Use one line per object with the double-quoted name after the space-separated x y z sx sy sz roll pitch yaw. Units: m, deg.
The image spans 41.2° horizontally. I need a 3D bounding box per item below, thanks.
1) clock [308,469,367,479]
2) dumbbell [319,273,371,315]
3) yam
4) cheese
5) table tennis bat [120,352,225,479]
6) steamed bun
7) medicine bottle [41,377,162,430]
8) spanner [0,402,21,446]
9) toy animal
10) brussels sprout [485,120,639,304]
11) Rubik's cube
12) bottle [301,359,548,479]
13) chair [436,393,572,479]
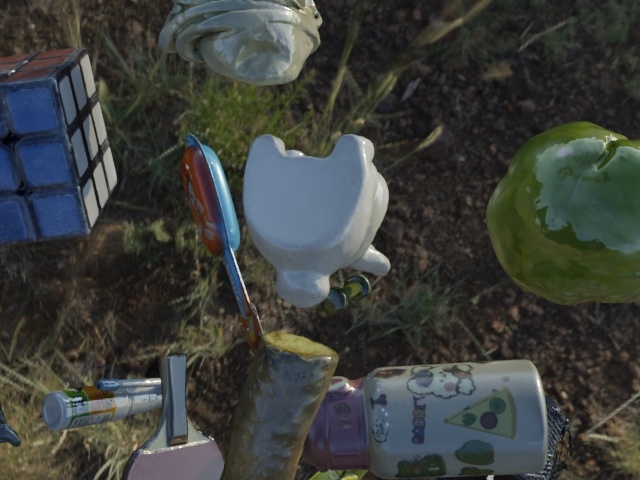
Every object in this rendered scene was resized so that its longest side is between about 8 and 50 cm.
-0.015 0.508 1.689 0.293 0.277 0.071 -45 68 -3 "clock"
0.043 0.091 1.447 0.118 0.052 0.046 -22 87 -61 "dumbbell"
-0.060 0.214 0.698 0.066 0.066 0.300 16 105 -8 "yam"
-0.102 0.001 0.880 0.037 0.106 0.256 -15 74 -15 "cheese"
-0.140 0.220 0.820 0.130 0.019 0.220 3 84 -49 "table tennis bat"
-0.132 -0.424 1.550 0.268 0.207 0.280 18 31 8 "steamed bun"
-0.329 0.252 1.366 0.220 0.092 0.061 3 49 -53 "medicine bottle"
-0.426 0.173 1.083 0.054 0.255 0.015 -7 27 -14 "spanner"
0.001 -0.011 1.295 0.196 0.367 0.241 6 83 10 "toy animal"
0.372 -0.033 1.187 0.273 0.316 0.243 10 71 -3 "brussels sprout"
-0.581 -0.176 1.607 0.305 0.301 0.304 -6 23 1 "Rubik's cube"
0.100 0.188 0.887 0.253 0.120 0.120 -3 65 2 "bottle"
0.240 0.308 1.112 0.174 0.149 0.213 33 53 -12 "chair"
